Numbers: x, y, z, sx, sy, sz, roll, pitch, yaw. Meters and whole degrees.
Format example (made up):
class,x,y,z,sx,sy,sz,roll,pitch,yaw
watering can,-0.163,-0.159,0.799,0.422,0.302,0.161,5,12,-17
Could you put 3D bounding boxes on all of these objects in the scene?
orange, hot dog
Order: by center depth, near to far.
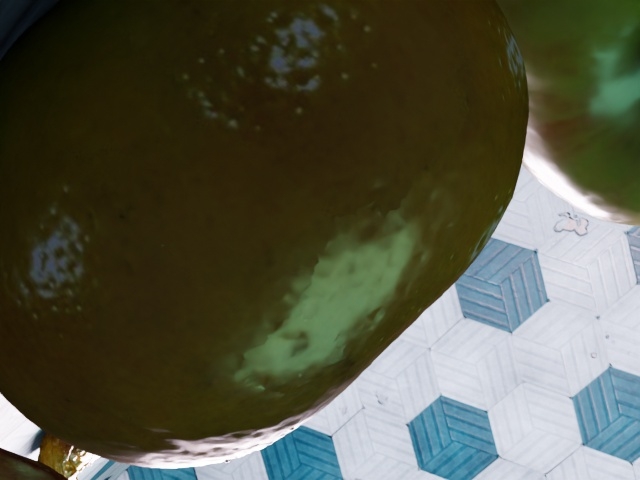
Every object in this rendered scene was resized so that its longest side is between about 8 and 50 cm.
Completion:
class,x,y,z,sx,sy,sz,roll,pitch,yaw
orange,-0.035,-0.026,0.552,0.240,0.171,0.240,-44,180,0
hot dog,-0.272,0.230,1.623,0.099,0.065,0.147,-51,178,-24

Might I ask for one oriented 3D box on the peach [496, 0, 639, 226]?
class,x,y,z,sx,sy,sz,roll,pitch,yaw
peach,0.207,-0.164,0.706,0.314,0.281,0.316,-54,179,39

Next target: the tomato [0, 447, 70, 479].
class,x,y,z,sx,sy,sz,roll,pitch,yaw
tomato,-0.258,0.267,0.969,0.303,0.239,0.303,-48,-173,7
